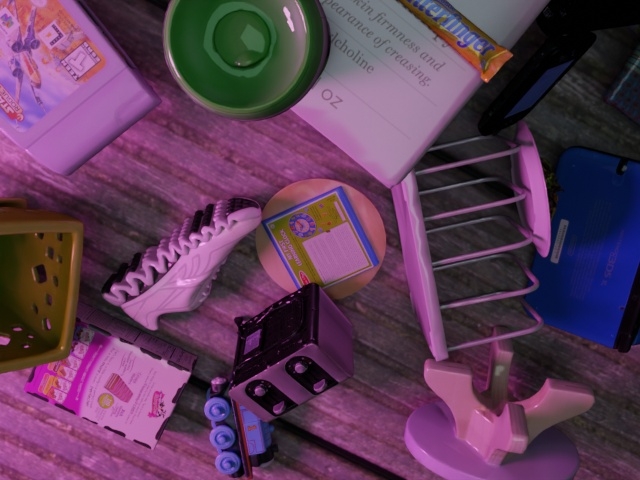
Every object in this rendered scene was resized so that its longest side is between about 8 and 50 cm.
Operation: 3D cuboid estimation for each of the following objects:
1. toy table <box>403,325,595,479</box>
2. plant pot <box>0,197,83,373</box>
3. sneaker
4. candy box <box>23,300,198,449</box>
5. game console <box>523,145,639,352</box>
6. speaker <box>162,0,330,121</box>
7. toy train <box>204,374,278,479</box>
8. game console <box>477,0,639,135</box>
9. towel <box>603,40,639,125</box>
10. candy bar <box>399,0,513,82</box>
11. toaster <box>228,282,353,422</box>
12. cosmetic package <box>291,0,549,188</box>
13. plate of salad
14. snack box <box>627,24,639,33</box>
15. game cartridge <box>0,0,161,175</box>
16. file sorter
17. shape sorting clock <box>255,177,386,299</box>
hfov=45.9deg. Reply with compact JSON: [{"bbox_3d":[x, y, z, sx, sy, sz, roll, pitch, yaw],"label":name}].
[{"bbox_3d":[0.279,0.269,1.169,0.274,0.252,0.161,3,122,-8],"label":"toy table"},{"bbox_3d":[-0.504,0.051,1.106,0.207,0.227,0.228,26,110,40],"label":"plant pot"},{"bbox_3d":[-0.199,0.036,1.180,0.292,0.110,0.118,-32,109,17],"label":"sneaker"},{"bbox_3d":[-0.341,0.219,1.240,0.233,0.071,0.159,27,103,-5],"label":"candy box"},{"bbox_3d":[0.484,0.005,1.168,0.250,0.173,0.293,21,117,28],"label":"game console"},{"bbox_3d":[-0.054,-0.178,0.677,0.131,0.296,0.131,0,104,1],"label":"speaker"},{"bbox_3d":[-0.131,0.308,1.257,0.105,0.080,0.184,-10,104,-2],"label":"toy train"},{"bbox_3d":[0.339,-0.257,0.998,0.213,0.361,0.044,-15,70,-28],"label":"game console"},{"bbox_3d":[0.591,-0.296,1.063,0.271,0.040,0.370,27,105,-26],"label":"towel"},{"bbox_3d":[0.132,-0.234,0.802,0.161,0.018,0.040,38,102,-9],"label":"candy bar"},{"bbox_3d":[-0.046,0.168,1.163,0.168,0.186,0.110,-32,117,19],"label":"toaster"},{"bbox_3d":[0.079,-0.338,0.955,0.329,0.327,0.394,37,101,-8],"label":"cosmetic package"},{"bbox_3d":[0.311,-0.076,1.081,0.048,0.200,0.200,-10,104,5],"label":"plate of salad"},{"bbox_3d":[0.443,-0.399,0.998,0.174,0.207,0.070,-47,57,11],"label":"snack box"},{"bbox_3d":[-0.379,-0.243,0.999,0.198,0.062,0.297,-38,102,4],"label":"game cartridge"},{"bbox_3d":[0.210,-0.001,1.111,0.173,0.193,0.278,-12,104,1],"label":"file sorter"},{"bbox_3d":[0.000,0.000,1.190,0.206,0.040,0.206,0,111,0],"label":"shape sorting clock"}]
